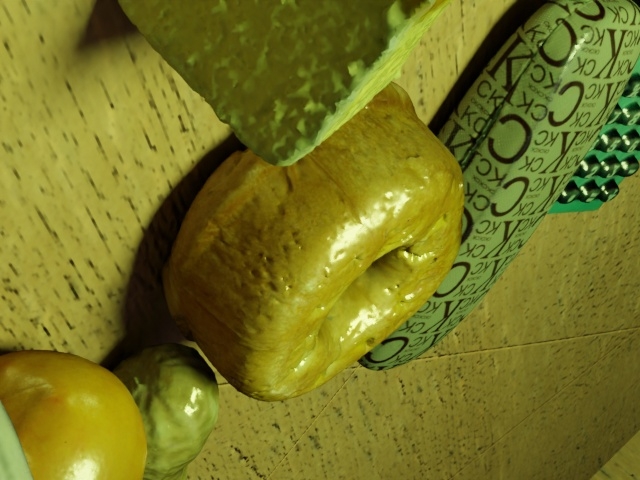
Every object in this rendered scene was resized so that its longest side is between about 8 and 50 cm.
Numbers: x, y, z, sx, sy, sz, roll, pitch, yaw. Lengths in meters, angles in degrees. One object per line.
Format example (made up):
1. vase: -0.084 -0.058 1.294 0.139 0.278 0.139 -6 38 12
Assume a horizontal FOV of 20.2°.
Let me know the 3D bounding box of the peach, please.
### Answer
1. peach: -0.167 0.132 1.069 0.138 0.138 0.138 -39 158 -19

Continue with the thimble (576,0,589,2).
1. thimble: 0.177 -0.206 1.206 0.110 0.062 0.084 -19 147 -50

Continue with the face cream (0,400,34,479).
1. face cream: -0.261 0.142 0.730 0.225 0.249 0.249 -25 150 -47

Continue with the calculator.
1. calculator: 0.252 -0.122 1.511 0.274 0.058 0.248 -54 157 20

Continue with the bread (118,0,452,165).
1. bread: 0.036 -0.164 0.845 0.178 0.142 0.266 7 135 -36

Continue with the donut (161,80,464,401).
1. donut: -0.001 0.002 1.170 0.226 0.114 0.226 -38 159 -18

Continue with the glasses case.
1. glasses case: 0.126 -0.042 1.372 0.137 0.085 0.355 -16 143 -55

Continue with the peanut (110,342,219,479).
1. peanut: -0.127 0.142 1.224 0.089 0.089 0.193 -27 152 -42
